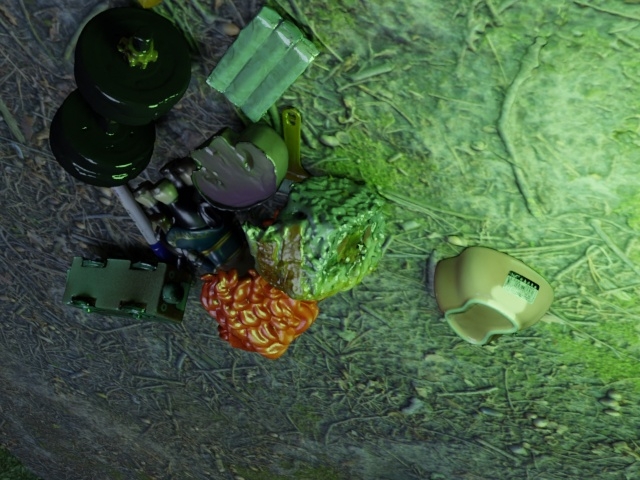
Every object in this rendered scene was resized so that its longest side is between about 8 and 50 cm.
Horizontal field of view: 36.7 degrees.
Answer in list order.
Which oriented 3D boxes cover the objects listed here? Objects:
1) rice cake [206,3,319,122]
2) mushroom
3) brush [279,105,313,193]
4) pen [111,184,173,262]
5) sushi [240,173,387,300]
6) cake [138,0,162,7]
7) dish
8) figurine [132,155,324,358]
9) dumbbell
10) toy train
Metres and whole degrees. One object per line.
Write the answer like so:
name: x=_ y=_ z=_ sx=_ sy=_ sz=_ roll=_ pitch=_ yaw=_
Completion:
rice cake: x=-0.089 y=-0.270 z=1.478 sx=0.124 sy=0.038 sz=0.211 roll=39 pitch=146 yaw=-16
mushroom: x=-0.126 y=-0.130 z=1.609 sx=0.188 sy=0.117 sz=0.141 roll=-27 pitch=104 yaw=40
brush: x=-0.048 y=-0.148 z=1.637 sx=0.082 sy=0.010 sz=0.218 roll=19 pitch=144 yaw=15
pen: x=-0.375 y=-0.052 z=1.982 sx=0.033 sy=0.033 sz=0.269 roll=5 pitch=139 yaw=32
sushi: x=0.000 y=0.000 z=1.583 sx=0.139 sy=0.274 sz=0.184 roll=28 pitch=119 yaw=27
cake: x=-0.239 y=-0.379 z=1.406 sx=0.044 sy=0.084 sz=0.084 roll=41 pitch=145 yaw=-6
dish: x=0.288 y=0.113 z=1.663 sx=0.213 sy=0.090 sz=0.213 roll=19 pitch=145 yaw=14
figurine: x=-0.176 y=0.025 z=1.792 sx=0.411 sy=0.241 sz=0.306 roll=38 pitch=143 yaw=6
dumbbell: x=-0.333 y=-0.227 z=1.583 sx=0.185 sy=0.185 sz=0.388 roll=33 pitch=147 yaw=-6
toy train: x=-0.414 y=0.111 z=2.112 sx=0.326 sy=0.129 sz=0.159 roll=3 pitch=167 yaw=33
